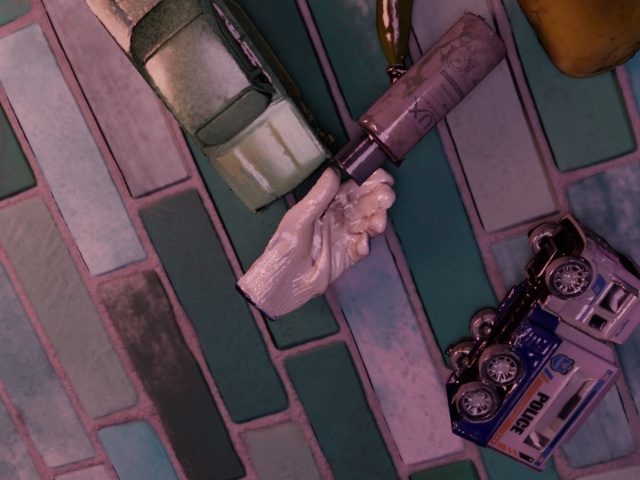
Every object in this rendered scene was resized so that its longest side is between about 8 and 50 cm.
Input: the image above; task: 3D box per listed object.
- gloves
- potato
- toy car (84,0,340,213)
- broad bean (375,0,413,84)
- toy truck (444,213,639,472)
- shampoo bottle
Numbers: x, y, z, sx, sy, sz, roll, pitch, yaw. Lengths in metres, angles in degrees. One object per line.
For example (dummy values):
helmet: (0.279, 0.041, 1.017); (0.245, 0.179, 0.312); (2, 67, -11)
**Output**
gloves: (-0.003, -0.001, 0.911); (0.229, 0.097, 0.119); (-38, 119, 13)
potato: (0.262, -0.296, 0.771); (0.160, 0.111, 0.271); (-24, 101, 18)
toy car: (-0.124, -0.183, 0.876); (0.141, 0.097, 0.320); (-34, 98, 18)
broad bean: (0.090, -0.314, 0.830); (0.060, 0.043, 0.297); (10, 109, -1)
toy truck: (0.264, 0.117, 0.890); (0.155, 0.124, 0.268); (28, 111, -7)
shampoo bottle: (0.104, -0.147, 0.840); (0.214, 0.072, 0.072); (-45, 95, 5)
